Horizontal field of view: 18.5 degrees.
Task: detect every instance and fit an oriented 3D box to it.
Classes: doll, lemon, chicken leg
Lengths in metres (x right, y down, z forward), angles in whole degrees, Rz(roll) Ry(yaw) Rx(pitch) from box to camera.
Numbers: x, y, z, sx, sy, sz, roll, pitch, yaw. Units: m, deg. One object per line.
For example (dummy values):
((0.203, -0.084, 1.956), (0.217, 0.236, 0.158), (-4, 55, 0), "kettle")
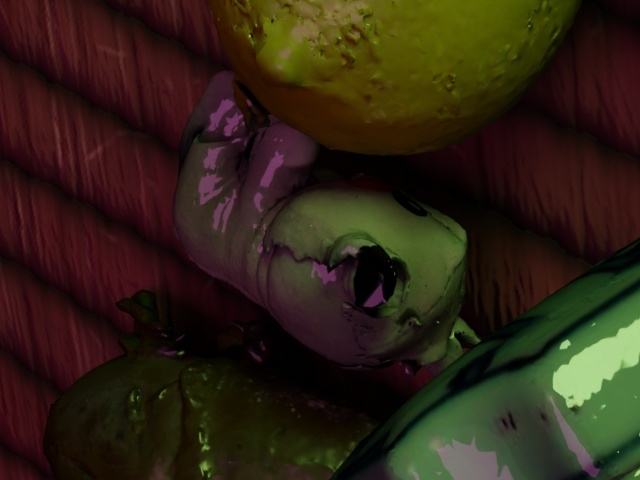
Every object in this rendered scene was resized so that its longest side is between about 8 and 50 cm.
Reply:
((0.000, 0.000, 0.985), (0.192, 0.149, 0.095), (36, 80, 36), "doll")
((0.039, -0.132, 0.914), (0.173, 0.206, 0.173), (34, 165, 10), "lemon")
((-0.011, 0.161, 1.058), (0.361, 0.140, 0.211), (18, 105, 34), "chicken leg")

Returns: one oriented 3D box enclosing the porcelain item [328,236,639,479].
((0.146, 0.082, 0.805), (0.157, 0.286, 0.281), (57, 164, 6), "porcelain item")
